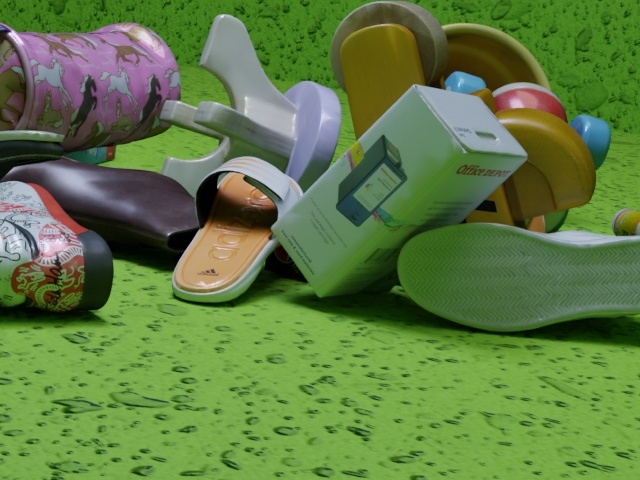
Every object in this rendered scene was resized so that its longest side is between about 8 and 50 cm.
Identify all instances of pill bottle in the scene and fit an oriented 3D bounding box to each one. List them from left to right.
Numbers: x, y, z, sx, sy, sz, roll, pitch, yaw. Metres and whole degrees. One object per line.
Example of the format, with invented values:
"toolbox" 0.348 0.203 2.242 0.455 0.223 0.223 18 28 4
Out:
"pill bottle" 0.425 -0.014 2.232 0.043 0.043 0.083 2 11 -26

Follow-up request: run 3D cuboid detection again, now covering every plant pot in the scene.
"plant pot" 0.172 -0.159 2.374 0.254 0.254 0.239 5 -5 -12

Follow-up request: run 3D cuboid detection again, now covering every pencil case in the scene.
"pencil case" -0.318 -0.190 2.059 0.160 0.167 0.386 -3 3 24

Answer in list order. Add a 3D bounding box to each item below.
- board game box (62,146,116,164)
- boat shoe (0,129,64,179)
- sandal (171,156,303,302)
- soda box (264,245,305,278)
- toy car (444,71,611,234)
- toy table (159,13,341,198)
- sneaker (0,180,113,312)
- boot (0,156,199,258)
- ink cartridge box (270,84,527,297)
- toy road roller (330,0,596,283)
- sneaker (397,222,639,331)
"board game box" -0.471 -0.160 2.311 0.302 0.086 0.308 9 11 13
"boat shoe" -0.361 -0.064 1.702 0.233 0.079 0.084 -12 -3 15
"sandal" -0.079 -0.029 1.682 0.102 0.076 0.265 5 29 10
"soda box" 0.000 0.000 1.823 0.053 0.060 0.169 12 11 22
"toy car" 0.238 -0.059 2.107 0.219 0.210 0.238 18 36 -15
"toy table" -0.095 -0.128 2.050 0.161 0.252 0.274 20 -14 -18
"sneaker" -0.309 -0.001 1.538 0.145 0.090 0.270 3 13 -35
"boot" -0.227 -0.032 1.769 0.248 0.090 0.207 -7 19 -44
"ink cartridge box" 0.080 -0.046 1.656 0.093 0.212 0.154 55 25 18
"toy road roller" 0.164 -0.116 1.846 0.241 0.329 0.202 -14 6 12
"sneaker" 0.207 0.038 1.700 0.293 0.108 0.169 3 -2 -9
